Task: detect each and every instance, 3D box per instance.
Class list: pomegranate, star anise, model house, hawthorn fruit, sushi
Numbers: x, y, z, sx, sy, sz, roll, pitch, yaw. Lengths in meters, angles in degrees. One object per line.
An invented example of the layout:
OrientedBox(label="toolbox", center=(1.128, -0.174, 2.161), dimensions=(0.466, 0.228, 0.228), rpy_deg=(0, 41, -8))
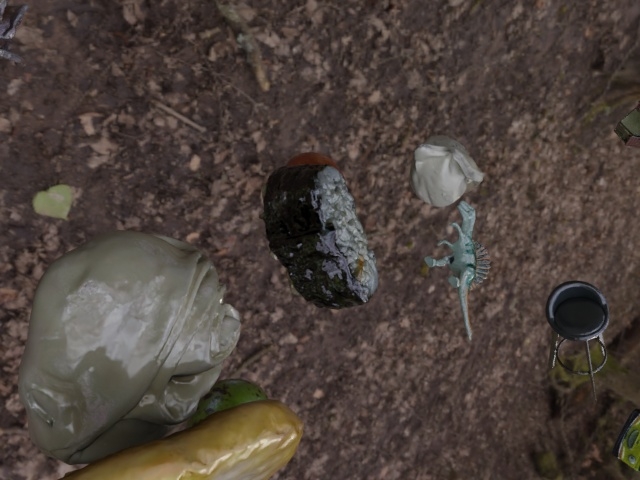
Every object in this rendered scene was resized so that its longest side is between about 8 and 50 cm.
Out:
OrientedBox(label="pomegranate", center=(-0.213, 0.491, 1.660), dimensions=(0.243, 0.306, 0.242), rpy_deg=(-8, 105, -31))
OrientedBox(label="star anise", center=(-0.592, -0.355, 1.106), dimensions=(0.231, 0.209, 0.089), rpy_deg=(0, 59, -52))
OrientedBox(label="model house", center=(0.405, -0.145, 0.767), dimensions=(0.083, 0.058, 0.057), rpy_deg=(-38, 162, 3))
OrientedBox(label="hawthorn fruit", center=(-0.028, -0.160, 1.699), dimensions=(0.169, 0.188, 0.169), rpy_deg=(-15, 132, -17))
OrientedBox(label="sushi", center=(0.000, 0.000, 1.423), dimensions=(0.350, 0.171, 0.210), rpy_deg=(64, 28, -28))

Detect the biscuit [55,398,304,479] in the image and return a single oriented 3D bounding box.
OrientedBox(label="biscuit", center=(-0.219, 0.323, 0.785), dimensions=(0.446, 0.104, 0.429), rpy_deg=(-16, 151, -40))

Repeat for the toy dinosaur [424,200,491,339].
OrientedBox(label="toy dinosaur", center=(0.221, 0.041, 0.962), dimensions=(0.106, 0.044, 0.187), rpy_deg=(-30, 95, -33))

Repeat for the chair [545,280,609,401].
OrientedBox(label="chair", center=(0.435, 0.171, 1.073), dimensions=(0.095, 0.104, 0.221), rpy_deg=(-98, 167, -49))

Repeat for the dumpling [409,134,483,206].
OrientedBox(label="dumpling", center=(0.228, -0.126, 1.182), dimensions=(0.118, 0.136, 0.199), rpy_deg=(-70, 157, -9))

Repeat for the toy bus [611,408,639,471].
OrientedBox(label="toy bus", center=(0.766, 0.440, 1.380), dimensions=(0.262, 0.150, 0.127), rpy_deg=(10, 107, -34))

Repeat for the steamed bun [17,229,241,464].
OrientedBox(label="steamed bun", center=(-0.236, 0.154, 0.883), dimensions=(0.310, 0.220, 0.324), rpy_deg=(-12, 119, -73))
